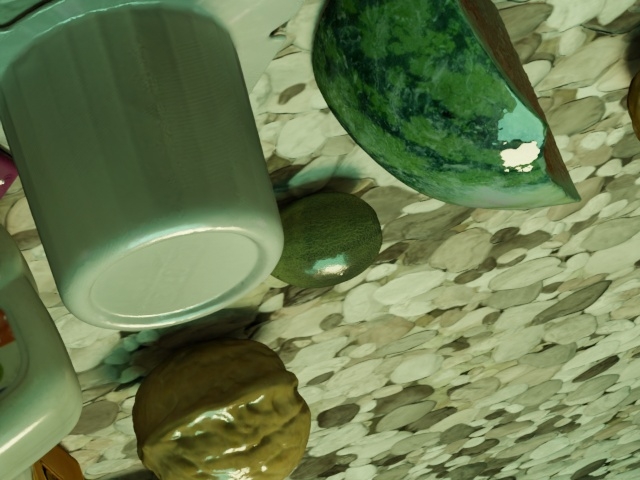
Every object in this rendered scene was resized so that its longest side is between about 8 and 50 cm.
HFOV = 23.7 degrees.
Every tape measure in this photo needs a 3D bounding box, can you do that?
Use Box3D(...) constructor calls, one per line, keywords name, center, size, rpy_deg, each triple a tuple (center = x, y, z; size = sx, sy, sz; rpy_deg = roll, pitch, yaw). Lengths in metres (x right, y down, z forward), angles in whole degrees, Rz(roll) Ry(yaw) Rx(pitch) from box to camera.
Box3D(name="tape measure", center=(-0.362, 0.116, 1.358), size=(0.258, 0.265, 0.130), rpy_deg=(-25, 158, -10))

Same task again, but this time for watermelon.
Box3D(name="watermelon", center=(0.116, -0.124, 1.316), size=(0.176, 0.260, 0.256), rpy_deg=(-26, 176, -23))

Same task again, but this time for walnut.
Box3D(name="walnut", center=(-0.119, 0.213, 1.788), size=(0.213, 0.213, 0.213), rpy_deg=(-17, 155, -8))

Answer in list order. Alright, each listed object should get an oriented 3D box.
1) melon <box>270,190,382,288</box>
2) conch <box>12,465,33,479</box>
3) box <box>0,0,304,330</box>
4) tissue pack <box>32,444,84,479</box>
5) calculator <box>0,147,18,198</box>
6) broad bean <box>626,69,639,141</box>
Box3D(name="melon", center=(0.000, 0.000, 1.566), size=(0.130, 0.098, 0.098), rpy_deg=(-13, 154, -10))
Box3D(name="conch", center=(-0.376, 0.233, 1.626), size=(0.148, 0.182, 0.275), rpy_deg=(-5, 115, -60))
Box3D(name="box", center=(-0.117, -0.061, 1.220), size=(0.291, 0.206, 0.262), rpy_deg=(-22, 156, 7))
Box3D(name="tissue pack", center=(-0.369, 0.327, 1.829), size=(0.145, 0.194, 0.274), rpy_deg=(-21, 156, 0))
Box3D(name="calculator", center=(-0.328, -0.044, 1.246), size=(0.127, 0.034, 0.190), rpy_deg=(-51, 153, 1))
Box3D(name="broad bean", center=(0.400, -0.140, 1.567), size=(0.156, 0.122, 0.228), rpy_deg=(-30, 157, 23))
